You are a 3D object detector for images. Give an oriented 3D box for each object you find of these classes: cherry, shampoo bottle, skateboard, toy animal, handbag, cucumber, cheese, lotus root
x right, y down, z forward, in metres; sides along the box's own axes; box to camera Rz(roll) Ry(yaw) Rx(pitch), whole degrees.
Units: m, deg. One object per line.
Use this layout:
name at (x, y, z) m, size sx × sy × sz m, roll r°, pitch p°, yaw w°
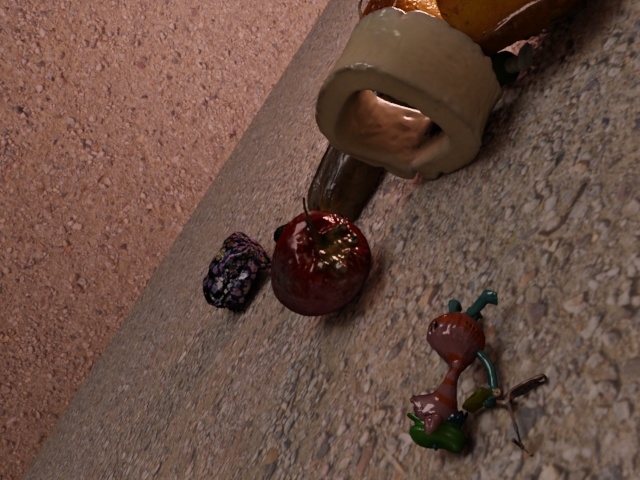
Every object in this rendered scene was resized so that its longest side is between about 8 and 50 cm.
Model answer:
cherry at (-0.013, 0.052, 1.275) m, size 0.175 × 0.192 × 0.250 m, roll -25°, pitch -15°, yaw -45°
shampoo bottle at (0.318, -0.317, 1.256) m, size 0.065 × 0.065 × 0.204 m, roll -59°, pitch 19°, yaw -10°
skateboard at (0.223, 0.186, 0.724) m, size 0.064 × 0.032 × 0.083 m, roll -35°, pitch 23°, yaw 23°
toy animal at (0.174, 0.155, 0.826) m, size 0.103 × 0.100 × 0.208 m, roll 7°, pitch 53°, yaw 24°
handbag at (-0.239, 0.088, 1.839) m, size 0.208 × 0.126 × 0.228 m, roll -54°, pitch 28°, yaw 3°
cucumber at (-0.056, -0.021, 1.685) m, size 0.058 × 0.052 × 0.214 m, roll -52°, pitch 17°, yaw -19°
cheese at (0.149, -0.245, 1.223) m, size 0.153 × 0.292 × 0.332 m, roll -63°, pitch 8°, yaw -19°
lotus root at (0.065, -0.190, 1.499) m, size 0.167 × 0.078 × 0.329 m, roll 23°, pitch 91°, yaw 34°

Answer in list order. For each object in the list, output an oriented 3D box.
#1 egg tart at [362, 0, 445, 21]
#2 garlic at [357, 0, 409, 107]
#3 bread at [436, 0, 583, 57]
egg tart at (0.212, -0.557, 1.741) m, size 0.215 × 0.170 × 0.215 m, roll -34°, pitch 44°, yaw 41°
garlic at (0.180, -0.445, 1.584) m, size 0.207 × 0.257 × 0.207 m, roll -31°, pitch -11°, yaw -6°
bread at (0.345, -0.442, 1.157) m, size 0.312 × 0.172 × 0.312 m, roll -35°, pitch 11°, yaw 8°
